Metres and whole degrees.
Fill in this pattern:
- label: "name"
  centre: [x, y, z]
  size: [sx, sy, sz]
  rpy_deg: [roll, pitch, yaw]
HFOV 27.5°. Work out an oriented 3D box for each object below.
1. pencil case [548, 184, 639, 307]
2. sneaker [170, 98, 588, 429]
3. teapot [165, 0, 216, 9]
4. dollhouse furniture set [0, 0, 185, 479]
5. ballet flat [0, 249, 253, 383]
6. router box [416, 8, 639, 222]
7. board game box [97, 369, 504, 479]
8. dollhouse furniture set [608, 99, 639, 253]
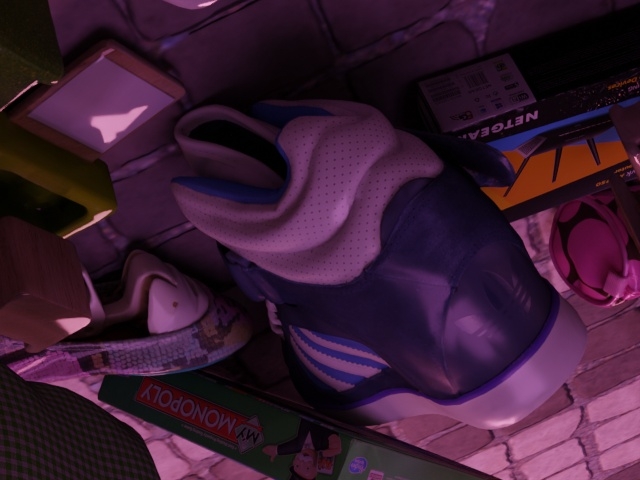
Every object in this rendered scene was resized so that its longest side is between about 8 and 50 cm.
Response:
- label: "pencil case"
  centre: [0.279, 0.002, 0.988]
  size: [0.209, 0.098, 0.095]
  rpy_deg: [-6, 145, -25]
- label: "sneaker"
  centre: [0.000, 0.000, 0.803]
  size: [0.130, 0.236, 0.323]
  rpy_deg: [-50, -165, -16]
- label: "teapot"
  centre: [-0.186, -0.141, 0.364]
  size: [0.253, 0.256, 0.187]
  rpy_deg: [-33, 172, -15]
- label: "dollhouse furniture set"
  centre: [-0.114, 0.033, 0.576]
  size: [0.151, 0.301, 0.197]
  rpy_deg: [-34, 145, 21]
- label: "ballet flat"
  centre: [-0.139, 0.046, 0.813]
  size: [0.222, 0.077, 0.079]
  rpy_deg: [-6, 125, -25]
- label: "router box"
  centre: [0.151, -0.073, 0.837]
  size: [0.179, 0.046, 0.133]
  rpy_deg: [-19, 149, -7]
- label: "board game box"
  centre: [0.017, 0.158, 0.965]
  size: [0.317, 0.214, 0.046]
  rpy_deg: [28, 81, -52]
- label: "dollhouse furniture set"
  centre: [0.288, -0.067, 0.623]
  size: [0.286, 0.198, 0.303]
  rpy_deg: [-29, 149, 8]
